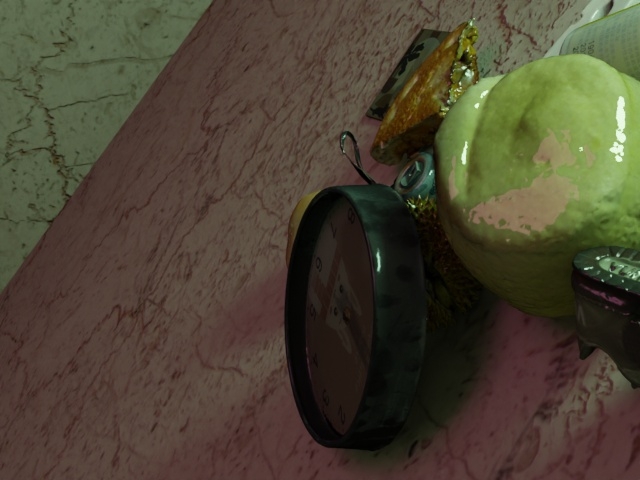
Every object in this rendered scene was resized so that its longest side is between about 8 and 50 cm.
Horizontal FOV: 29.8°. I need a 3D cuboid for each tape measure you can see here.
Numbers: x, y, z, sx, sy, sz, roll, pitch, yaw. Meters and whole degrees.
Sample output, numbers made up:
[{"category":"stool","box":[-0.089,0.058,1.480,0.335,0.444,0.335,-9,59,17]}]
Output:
[{"category":"tape measure","box":[0.118,-0.125,1.938,0.107,0.180,0.104,-46,11,22]}]

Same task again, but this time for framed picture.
[{"category":"framed picture","box":[0.167,-0.308,2.241,0.201,0.010,0.136,-57,25,-1]}]

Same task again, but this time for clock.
[{"category":"clock","box":[0.040,0.106,1.701,0.386,0.076,0.386,-178,90,-71]}]

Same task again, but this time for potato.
[{"category":"potato","box":[0.000,0.000,2.059,0.109,0.118,0.178,85,-163,-75]}]

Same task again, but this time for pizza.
[{"category":"pizza","box":[0.202,-0.232,2.006,0.289,0.081,0.229,-55,19,5]}]

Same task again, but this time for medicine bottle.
[{"category":"medicine bottle","box":[0.440,-0.241,1.538,0.258,0.143,0.143,-13,49,55]}]

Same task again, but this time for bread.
[{"category":"bread","box":[0.290,-0.066,1.482,0.320,0.237,0.320,-20,56,33]}]

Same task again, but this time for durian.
[{"category":"durian","box":[0.154,0.026,1.709,0.193,0.138,0.237,114,150,-45]}]

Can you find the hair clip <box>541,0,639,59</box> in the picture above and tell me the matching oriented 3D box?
[{"category":"hair clip","box":[0.374,-0.247,1.728,0.331,0.085,0.101,-51,27,-4]}]

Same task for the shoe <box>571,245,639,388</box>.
[{"category":"shoe","box":[0.393,0.113,1.265,0.109,0.149,0.293,-30,39,-35]}]
